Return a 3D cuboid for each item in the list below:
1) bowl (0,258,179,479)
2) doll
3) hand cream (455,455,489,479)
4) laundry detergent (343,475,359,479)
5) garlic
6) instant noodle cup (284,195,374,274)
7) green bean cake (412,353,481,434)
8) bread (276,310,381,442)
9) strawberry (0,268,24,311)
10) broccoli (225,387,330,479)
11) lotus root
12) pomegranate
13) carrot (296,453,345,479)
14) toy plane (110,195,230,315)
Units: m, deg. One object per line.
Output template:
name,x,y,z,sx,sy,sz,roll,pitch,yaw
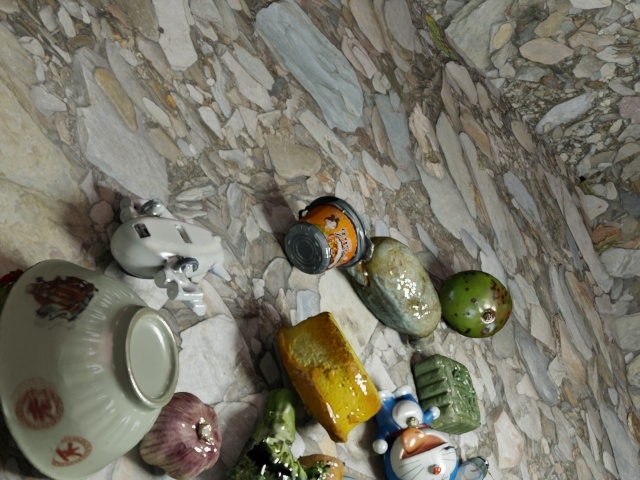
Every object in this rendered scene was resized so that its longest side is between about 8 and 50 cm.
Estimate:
bowl,-0.312,0.181,1.416,0.337,0.157,0.337,-11,90,-70
doll,0.205,0.440,2.109,0.215,0.161,0.257,-12,62,-31
hand cream,0.333,0.588,2.295,0.271,0.058,0.091,-18,78,-55
laundry detergent,0.086,0.535,1.940,0.206,0.061,0.097,27,45,-46
garlic,-0.224,0.322,1.590,0.159,0.102,0.147,21,48,-50
instant noodle cup,0.000,0.000,2.154,0.125,0.208,0.178,-30,123,-47
green bean cake,0.325,0.389,2.411,0.185,0.094,0.183,29,42,-51
bread,0.018,0.271,1.927,0.268,0.145,0.268,61,1,-2
strawberry,-0.454,0.117,1.406,0.192,0.085,0.140,-44,120,-64
broccoli,-0.082,0.378,1.765,0.165,0.145,0.304,40,25,-17
lotus root,0.194,0.121,2.342,0.349,0.175,0.175,52,31,-23
pomegranate,0.419,0.166,2.660,0.202,0.202,0.248,46,5,-26
carrot,-0.014,0.530,1.778,0.102,0.102,0.263,40,43,-34
toy plane,-0.273,0.023,1.740,0.267,0.122,0.267,37,22,-17
